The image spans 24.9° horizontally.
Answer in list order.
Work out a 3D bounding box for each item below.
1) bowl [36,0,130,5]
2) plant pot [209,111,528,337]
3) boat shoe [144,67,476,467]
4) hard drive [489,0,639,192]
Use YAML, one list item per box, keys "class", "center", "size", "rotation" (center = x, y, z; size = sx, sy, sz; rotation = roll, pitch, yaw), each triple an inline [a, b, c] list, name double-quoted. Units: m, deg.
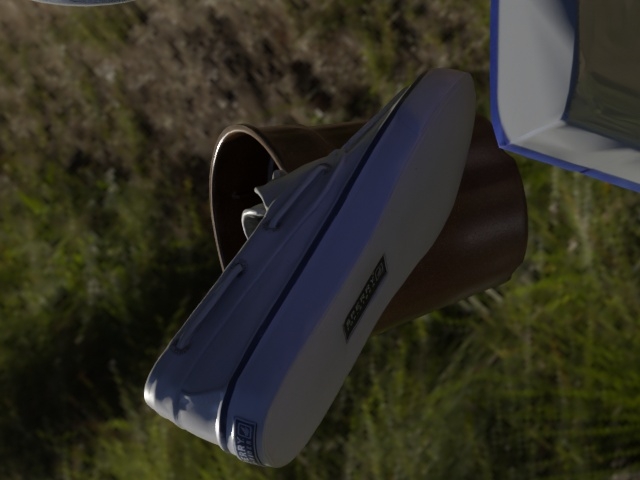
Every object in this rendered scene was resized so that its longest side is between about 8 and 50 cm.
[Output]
- class: "bowl"
  center: [-0.154, -0.278, 0.819]
  size: [0.298, 0.298, 0.134]
  rotation: [46, -169, -7]
- class: "plant pot"
  center: [0.035, -0.012, 0.946]
  size: [0.167, 0.165, 0.167]
  rotation: [47, 144, 49]
- class: "boat shoe"
  center: [0.000, 0.000, 0.782]
  size: [0.088, 0.267, 0.096]
  rotation: [19, 151, 22]
- class: "hard drive"
  center: [0.195, -0.094, 0.510]
  size: [0.318, 0.210, 0.040]
  rotation: [15, 158, -31]
